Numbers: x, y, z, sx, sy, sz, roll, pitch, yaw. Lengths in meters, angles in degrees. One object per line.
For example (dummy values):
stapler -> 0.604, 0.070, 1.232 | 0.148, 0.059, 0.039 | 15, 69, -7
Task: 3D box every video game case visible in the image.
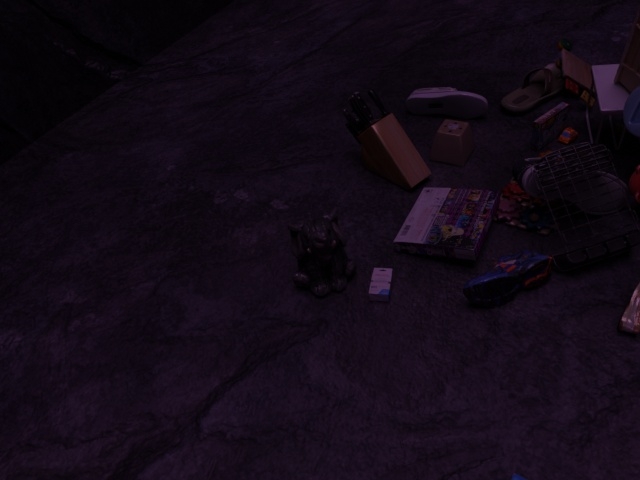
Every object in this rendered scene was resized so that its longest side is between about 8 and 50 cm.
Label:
video game case -> 0.325, -0.050, 1.395 | 0.210, 0.042, 0.232 | 5, 44, 32

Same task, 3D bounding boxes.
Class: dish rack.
dish rack -> 0.603, -0.084, 1.258 | 0.208, 0.074, 0.272 | -17, 82, -7

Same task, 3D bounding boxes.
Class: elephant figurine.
elephant figurine -> 0.000, 0.000, 1.290 | 0.185, 0.240, 0.169 | 24, 54, 33

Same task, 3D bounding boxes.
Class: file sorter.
file sorter -> 0.900, -0.365, 1.517 | 0.277, 0.173, 0.193 | 1, 53, 14

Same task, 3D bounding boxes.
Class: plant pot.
plant pot -> 0.393, -0.296, 1.623 | 0.108, 0.096, 0.109 | 16, 50, 27

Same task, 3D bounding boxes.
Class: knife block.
knife block -> 0.186, -0.302, 1.567 | 0.088, 0.242, 0.275 | -35, 48, -22

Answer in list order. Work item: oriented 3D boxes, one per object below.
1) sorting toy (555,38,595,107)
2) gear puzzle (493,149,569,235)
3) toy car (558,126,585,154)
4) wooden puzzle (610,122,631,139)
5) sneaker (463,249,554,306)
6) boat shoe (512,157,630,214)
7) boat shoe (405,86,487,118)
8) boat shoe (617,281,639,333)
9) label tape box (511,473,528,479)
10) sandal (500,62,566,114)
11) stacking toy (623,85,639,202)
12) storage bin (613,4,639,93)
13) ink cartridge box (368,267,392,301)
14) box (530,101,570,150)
sorting toy -> 0.823, -0.529, 1.768 | 0.132, 0.046, 0.275 | 23, 55, -16
gear puzzle -> 0.590, -0.149, 1.461 | 0.175, 0.044, 0.339 | 20, 51, 30
toy car -> 0.744, -0.290, 1.580 | 0.060, 0.041, 0.122 | -20, 43, -9
wooden puzzle -> 0.891, -0.324, 1.608 | 0.049, 0.006, 0.083 | -14, 43, -3
sneaker -> 0.418, 0.082, 1.242 | 0.221, 0.083, 0.087 | -18, 29, -14
boat shoe -> 0.622, -0.143, 1.355 | 0.302, 0.114, 0.091 | 15, 25, -16
boat shoe -> 0.420, -0.463, 1.802 | 0.267, 0.096, 0.088 | 5, 49, 29
boat shoe -> 0.664, 0.140, 1.139 | 0.045, 0.050, 0.135 | 25, 64, 29
label tape box -> 0.342, 0.515, 0.764 | 0.249, 0.115, 0.348 | 17, 52, 28
sandal -> 0.711, -0.509, 1.784 | 0.302, 0.086, 0.120 | -37, 48, -25
stacking toy -> 0.832, -0.240, 1.253 | 0.130, 0.279, 0.309 | -1, 84, -22
storage bin -> 0.910, -0.495, 1.340 | 0.262, 0.260, 0.123 | -17, 55, 0
ink cartridge box -> 0.145, 0.105, 1.302 | 0.048, 0.028, 0.083 | 3, 45, 15
box -> 0.674, -0.335, 1.603 | 0.137, 0.094, 0.027 | -33, 47, -22
